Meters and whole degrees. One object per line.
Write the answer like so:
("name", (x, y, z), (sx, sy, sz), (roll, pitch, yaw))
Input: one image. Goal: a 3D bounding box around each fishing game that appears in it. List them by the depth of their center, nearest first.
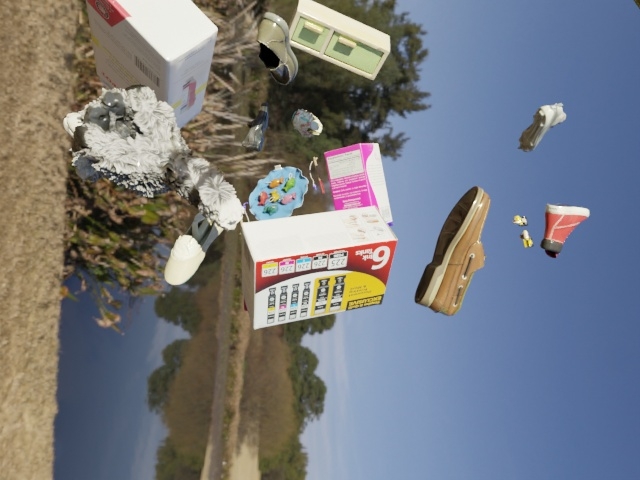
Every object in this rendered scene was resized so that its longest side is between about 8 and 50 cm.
("fishing game", (-0.118, -0.132, 1.425), (0.041, 0.264, 0.189), (49, 22, -48))

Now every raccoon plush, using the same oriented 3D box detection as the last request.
("raccoon plush", (-0.413, -0.142, 1.228), (0.216, 0.446, 0.299), (-40, -174, -28))

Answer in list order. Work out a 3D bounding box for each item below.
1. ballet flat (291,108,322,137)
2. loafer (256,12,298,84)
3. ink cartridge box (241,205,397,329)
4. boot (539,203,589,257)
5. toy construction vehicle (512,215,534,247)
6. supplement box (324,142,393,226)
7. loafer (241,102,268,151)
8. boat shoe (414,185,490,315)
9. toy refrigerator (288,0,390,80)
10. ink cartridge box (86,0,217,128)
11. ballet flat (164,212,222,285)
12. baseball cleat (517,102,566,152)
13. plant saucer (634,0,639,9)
("ballet flat", (-0.037, -0.406, 1.877), (0.241, 0.077, 0.091), (-20, 133, -75))
("loafer", (-0.125, -0.480, 1.374), (0.087, 0.094, 0.251), (-58, 166, -11))
("ink cartridge box", (-0.013, 0.082, 1.178), (0.130, 0.309, 0.272), (-116, -156, -45))
("boot", (0.815, -0.032, 1.773), (0.088, 0.244, 0.176), (17, -75, 47))
("toy construction vehicle", (0.568, -0.024, 1.485), (0.098, 0.035, 0.086), (14, 65, -60))
("supplement box", (0.101, -0.133, 1.367), (0.111, 0.113, 0.220), (-16, 98, -58))
("loafer", (-0.202, -0.363, 1.661), (0.062, 0.061, 0.170), (92, 8, -68))
("boat shoe", (0.330, 0.028, 1.238), (0.111, 0.104, 0.308), (-98, -148, -78))
("toy refrigerator", (0.047, -0.546, 1.438), (0.102, 0.269, 0.094), (125, -21, -45))
("ink cartridge box", (-0.435, -0.480, 1.351), (0.160, 0.279, 0.384), (-46, -179, -25))
("ballet flat", (-0.313, -0.002, 1.298), (0.086, 0.086, 0.249), (101, 10, -47))
("baseball cleat", (0.689, -0.344, 1.627), (0.206, 0.109, 0.072), (91, -19, -69))
("plant saucer", (0.976, -0.770, 1.581), (0.188, 0.045, 0.188), (66, 11, 14))
